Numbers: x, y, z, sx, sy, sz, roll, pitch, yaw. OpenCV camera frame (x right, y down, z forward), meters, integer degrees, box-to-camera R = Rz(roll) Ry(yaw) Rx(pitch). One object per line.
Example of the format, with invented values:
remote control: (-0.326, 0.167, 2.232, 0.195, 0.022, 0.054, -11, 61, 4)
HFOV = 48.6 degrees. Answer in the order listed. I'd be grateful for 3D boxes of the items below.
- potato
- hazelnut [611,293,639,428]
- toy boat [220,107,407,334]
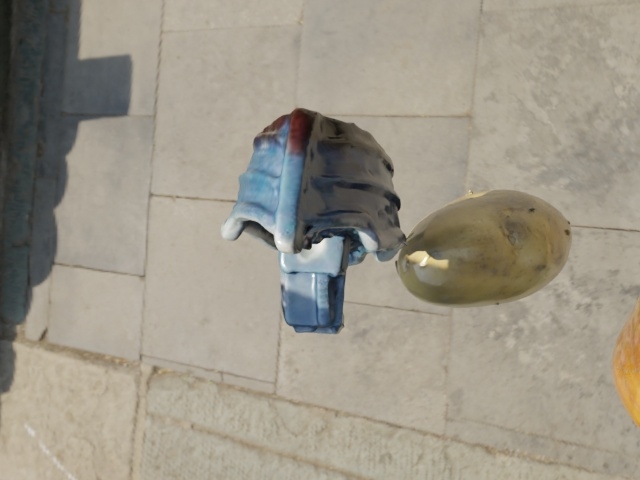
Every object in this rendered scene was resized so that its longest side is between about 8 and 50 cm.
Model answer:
potato: (0.169, 0.007, 0.753, 0.161, 0.234, 0.128, -21, 81, 63)
hazelnut: (0.309, 0.088, 0.514, 0.182, 0.182, 0.182, -1, 89, 28)
toy boat: (0.000, 0.000, 0.530, 0.129, 0.309, 0.143, 2, 86, 7)
